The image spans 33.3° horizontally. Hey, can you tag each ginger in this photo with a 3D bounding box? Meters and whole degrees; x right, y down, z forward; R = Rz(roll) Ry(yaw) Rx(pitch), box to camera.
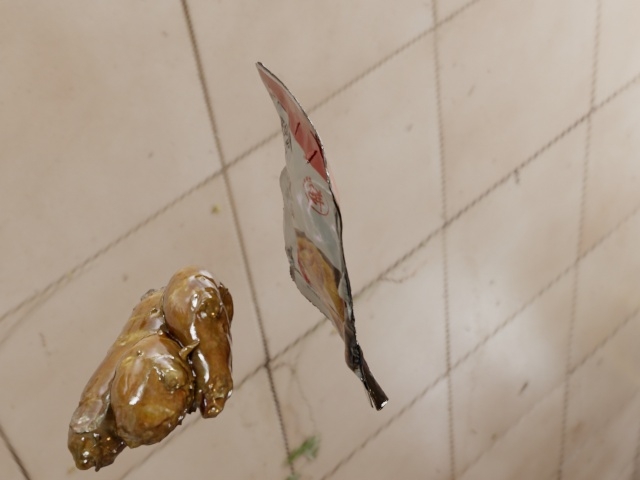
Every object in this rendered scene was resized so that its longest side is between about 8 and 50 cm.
[{"bbox_3d":[-0.099,0.084,0.714,0.103,0.073,0.162,-34,-158,41],"label":"ginger"}]

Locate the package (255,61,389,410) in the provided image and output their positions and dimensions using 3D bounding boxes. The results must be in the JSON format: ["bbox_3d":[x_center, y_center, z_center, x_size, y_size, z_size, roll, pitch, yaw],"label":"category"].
[{"bbox_3d":[0.000,0.000,0.758,0.030,0.154,0.239,-20,136,-13],"label":"package"}]
